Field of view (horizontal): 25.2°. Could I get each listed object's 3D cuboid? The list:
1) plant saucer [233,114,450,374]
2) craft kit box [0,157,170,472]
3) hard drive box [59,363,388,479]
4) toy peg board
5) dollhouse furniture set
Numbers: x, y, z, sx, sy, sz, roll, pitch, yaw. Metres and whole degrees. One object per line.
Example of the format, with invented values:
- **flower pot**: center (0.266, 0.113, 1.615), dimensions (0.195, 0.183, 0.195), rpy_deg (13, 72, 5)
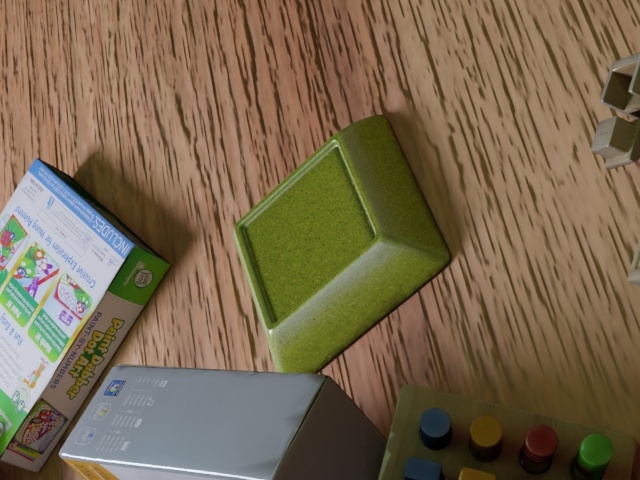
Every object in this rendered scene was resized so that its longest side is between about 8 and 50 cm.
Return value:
- **plant saucer**: center (0.000, 0.000, 1.214), dimensions (0.188, 0.045, 0.188), rpy_deg (-41, 44, 20)
- **craft kit box**: center (-0.289, 0.069, 1.458), dimensions (0.246, 0.061, 0.250), rpy_deg (-55, 41, 2)
- **hard drive box**: center (-0.046, 0.179, 1.040), dimensions (0.232, 0.181, 0.089), rpy_deg (-4, 46, 45)
- **toy peg board**: center (0.111, 0.177, 0.909), dimensions (0.160, 0.079, 0.161), rpy_deg (13, 71, 9)
- **dollhouse furniture set**: center (0.253, -0.036, 0.974), dimensions (0.161, 0.101, 0.182), rpy_deg (-14, 55, 69)
